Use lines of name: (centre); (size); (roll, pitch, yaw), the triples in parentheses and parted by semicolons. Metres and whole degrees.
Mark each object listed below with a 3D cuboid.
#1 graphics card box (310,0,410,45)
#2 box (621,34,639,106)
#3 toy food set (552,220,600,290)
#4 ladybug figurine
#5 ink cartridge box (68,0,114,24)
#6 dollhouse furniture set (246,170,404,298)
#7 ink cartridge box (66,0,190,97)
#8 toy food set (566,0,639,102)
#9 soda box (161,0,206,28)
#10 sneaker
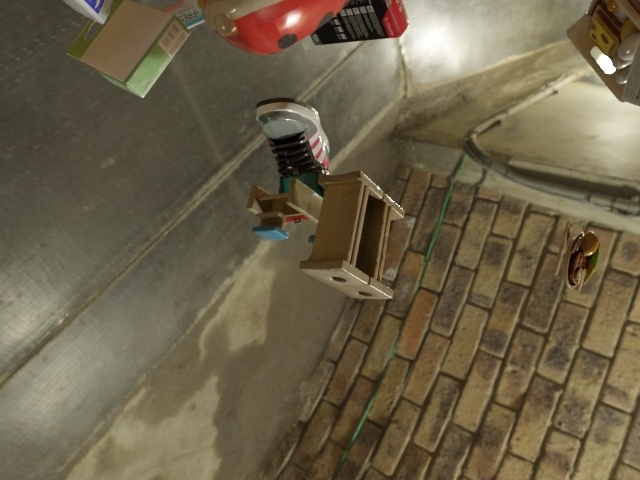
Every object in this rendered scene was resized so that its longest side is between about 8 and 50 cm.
graphics card box: (0.090, -0.775, 1.755); (0.094, 0.371, 0.233); (-57, 135, -25)
box: (0.378, -0.183, 0.516); (0.137, 0.072, 0.126); (-99, -169, -64)
toy food set: (0.558, 0.041, 1.140); (0.192, 0.039, 0.132); (20, 86, -47)
ladybug figurine: (-0.058, -0.528, 1.121); (0.449, 0.305, 0.162); (-49, 125, -28)
ink cartridge box: (-0.365, -0.454, 0.837); (0.065, 0.333, 0.165); (25, 95, -17)
dollhouse furniture set: (0.000, 0.000, 0.731); (0.129, 0.184, 0.129); (33, 62, -47)
ink cartridge box: (-0.401, -0.407, 1.104); (0.171, 0.235, 0.056); (-57, 147, -6)
toy food set: (0.601, -0.417, 1.097); (0.092, 0.219, 0.306); (-34, 168, 12)
soda box: (-0.340, -0.571, 1.353); (0.058, 0.183, 0.063); (-77, 147, -65)
sneaker: (-0.048, -0.147, 1.053); (0.295, 0.124, 0.178); (33, 51, -70)
